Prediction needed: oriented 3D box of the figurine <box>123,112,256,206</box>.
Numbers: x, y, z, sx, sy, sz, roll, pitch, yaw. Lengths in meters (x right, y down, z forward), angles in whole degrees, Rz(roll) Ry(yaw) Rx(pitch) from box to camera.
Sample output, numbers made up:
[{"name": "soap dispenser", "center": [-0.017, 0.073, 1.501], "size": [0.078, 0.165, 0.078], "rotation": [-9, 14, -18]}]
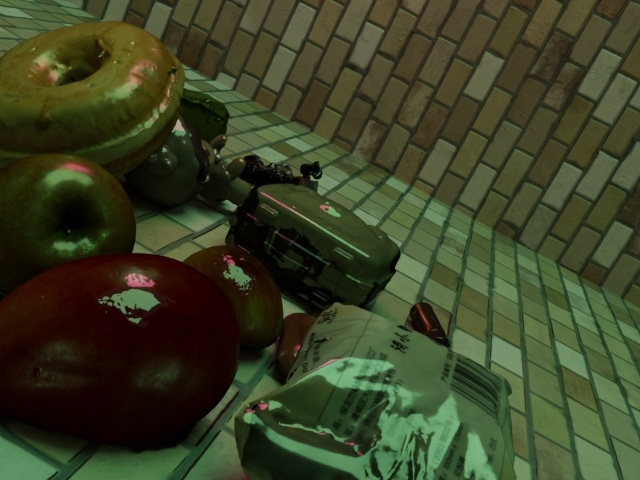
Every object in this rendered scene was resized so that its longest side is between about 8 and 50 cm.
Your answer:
[{"name": "figurine", "center": [-0.310, -0.170, 1.738], "size": [0.380, 0.203, 0.248], "rotation": [24, 19, -52]}]

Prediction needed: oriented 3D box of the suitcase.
[{"name": "suitcase", "center": [0.000, 0.000, 1.671], "size": [0.351, 0.194, 0.339], "rotation": [32, 15, 14]}]

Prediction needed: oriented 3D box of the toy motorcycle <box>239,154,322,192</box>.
[{"name": "toy motorcycle", "center": [-0.090, -0.144, 1.960], "size": [0.207, 0.134, 0.401], "rotation": [12, -3, -36]}]

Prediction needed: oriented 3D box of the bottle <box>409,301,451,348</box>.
[{"name": "bottle", "center": [0.245, 0.198, 1.689], "size": [0.060, 0.060, 0.164], "rotation": [22, 18, -15]}]

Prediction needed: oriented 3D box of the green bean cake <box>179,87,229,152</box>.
[{"name": "green bean cake", "center": [-0.357, -0.293, 1.986], "size": [0.214, 0.200, 0.113], "rotation": [5, 18, -43]}]

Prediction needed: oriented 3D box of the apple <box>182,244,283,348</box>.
[{"name": "apple", "center": [-0.151, 0.101, 1.253], "size": [0.195, 0.160, 0.173], "rotation": [7, 47, -35]}]

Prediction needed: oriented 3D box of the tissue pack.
[{"name": "tissue pack", "center": [0.104, 0.261, 1.034], "size": [0.390, 0.195, 0.375], "rotation": [30, 25, 4]}]

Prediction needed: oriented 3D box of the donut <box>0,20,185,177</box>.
[{"name": "donut", "center": [-0.479, -0.275, 1.503], "size": [0.448, 0.198, 0.449], "rotation": [-3, 43, 3]}]

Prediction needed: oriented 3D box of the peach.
[{"name": "peach", "center": [-0.258, 0.109, 0.948], "size": [0.361, 0.201, 0.258], "rotation": [12, 24, -41]}]

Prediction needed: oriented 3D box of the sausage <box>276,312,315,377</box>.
[{"name": "sausage", "center": [-0.036, 0.181, 1.294], "size": [0.077, 0.077, 0.194], "rotation": [25, 15, -7]}]

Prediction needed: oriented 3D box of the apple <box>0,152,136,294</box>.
[{"name": "apple", "center": [-0.390, -0.014, 1.100], "size": [0.237, 0.237, 0.207], "rotation": [13, -11, -38]}]
